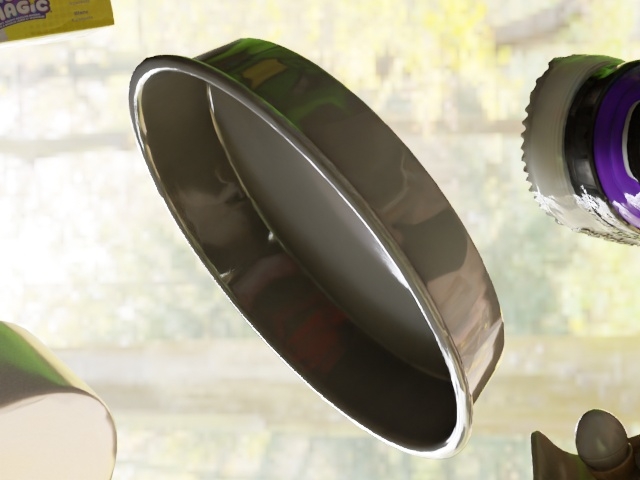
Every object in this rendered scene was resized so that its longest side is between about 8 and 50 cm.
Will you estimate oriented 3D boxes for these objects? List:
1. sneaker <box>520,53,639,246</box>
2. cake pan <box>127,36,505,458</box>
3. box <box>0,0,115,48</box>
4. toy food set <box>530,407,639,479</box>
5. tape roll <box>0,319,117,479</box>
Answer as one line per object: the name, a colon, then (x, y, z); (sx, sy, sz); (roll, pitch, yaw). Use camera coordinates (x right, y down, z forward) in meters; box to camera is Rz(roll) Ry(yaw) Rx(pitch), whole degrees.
sneaker: (0.242, -0.028, 0.827); (0.146, 0.293, 0.102); (3, 90, 50)
cake pan: (0.000, 0.000, 1.042); (0.293, 0.054, 0.293); (43, 158, 22)
box: (-0.234, -0.140, 1.144); (0.105, 0.179, 0.043); (-178, 75, -68)
toy food set: (0.335, 0.188, 1.556); (0.092, 0.306, 0.219); (60, -163, -24)
tape roll: (-0.285, 0.214, 1.054); (0.392, 0.072, 0.392); (-41, -21, -20)
